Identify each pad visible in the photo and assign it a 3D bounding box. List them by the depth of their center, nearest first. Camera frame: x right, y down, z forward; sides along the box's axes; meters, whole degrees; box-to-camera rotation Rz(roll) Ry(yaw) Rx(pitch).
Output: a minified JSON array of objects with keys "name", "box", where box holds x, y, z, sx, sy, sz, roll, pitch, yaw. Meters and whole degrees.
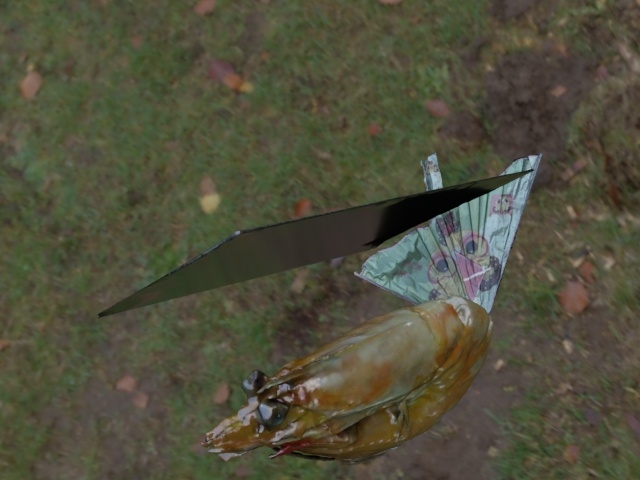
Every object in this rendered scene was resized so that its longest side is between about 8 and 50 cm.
[{"name":"pad","box":[0.000,0.000,1.103,0.247,0.367,0.007,-28,79,48]}]

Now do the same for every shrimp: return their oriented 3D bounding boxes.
[{"name":"shrimp","box":[0.027,0.123,0.916,0.062,0.294,0.154,43,129,39]}]

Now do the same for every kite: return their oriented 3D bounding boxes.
[{"name":"kite","box":[0.169,0.002,1.504,0.323,0.013,0.268,-36,54,31]}]
